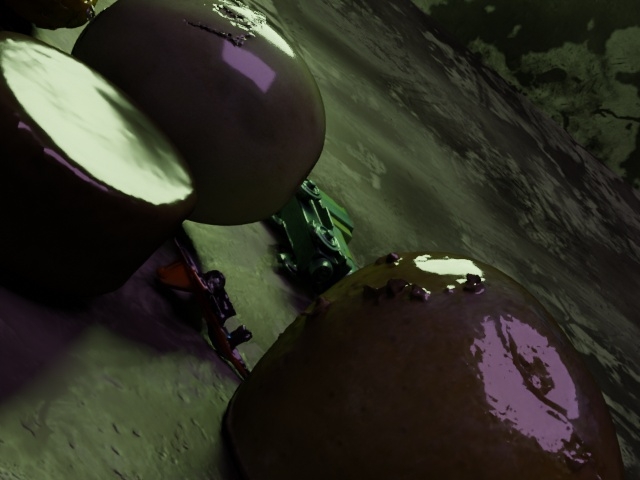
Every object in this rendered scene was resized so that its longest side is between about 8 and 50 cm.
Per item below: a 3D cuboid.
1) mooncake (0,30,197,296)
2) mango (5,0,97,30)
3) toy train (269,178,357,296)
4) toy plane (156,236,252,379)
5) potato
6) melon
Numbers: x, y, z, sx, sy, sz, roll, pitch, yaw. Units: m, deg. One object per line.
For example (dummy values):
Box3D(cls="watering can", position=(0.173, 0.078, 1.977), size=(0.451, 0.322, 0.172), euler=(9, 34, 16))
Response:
Box3D(cls="mooncake", position=(-0.281, -0.075, 1.800), size=(0.284, 0.155, 0.284), euler=(36, 23, -17))
Box3D(cls="mango", position=(-0.359, -0.368, 2.238), size=(0.249, 0.156, 0.151), euler=(58, -11, 38))
Box3D(cls="toy train", position=(-0.001, 0.001, 2.302), size=(0.132, 0.083, 0.200), euler=(34, 23, -34))
Box3D(cls="toy plane", position=(-0.114, 0.079, 1.954), size=(0.188, 0.062, 0.135), euler=(50, -6, 7))
Box3D(cls="potato", position=(0.158, 0.202, 1.830), size=(0.442, 0.319, 0.385), euler=(52, 30, 18))
Box3D(cls="melon", position=(-0.152, -0.168, 2.072), size=(0.330, 0.268, 0.268), euler=(37, 20, 2))
